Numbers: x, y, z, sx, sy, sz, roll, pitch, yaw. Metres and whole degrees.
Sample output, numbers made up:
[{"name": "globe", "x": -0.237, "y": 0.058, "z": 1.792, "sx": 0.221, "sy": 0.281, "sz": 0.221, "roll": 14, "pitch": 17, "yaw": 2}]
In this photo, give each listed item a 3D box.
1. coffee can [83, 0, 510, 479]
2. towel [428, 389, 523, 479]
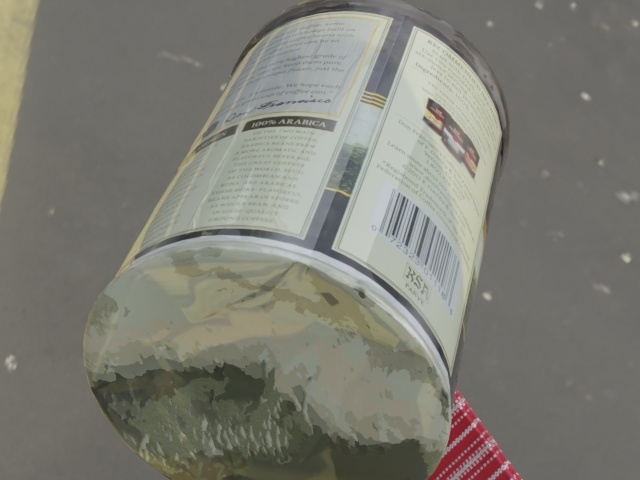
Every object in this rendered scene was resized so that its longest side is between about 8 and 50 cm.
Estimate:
[{"name": "coffee can", "x": 0.000, "y": 0.000, "z": 0.708, "sx": 0.201, "sy": 0.201, "sz": 0.275, "roll": 27, "pitch": 40, "yaw": -5}, {"name": "towel", "x": 0.125, "y": 0.280, "z": 1.272, "sx": 0.031, "sy": 0.199, "sz": 0.275, "roll": 20, "pitch": 28, "yaw": -47}]
